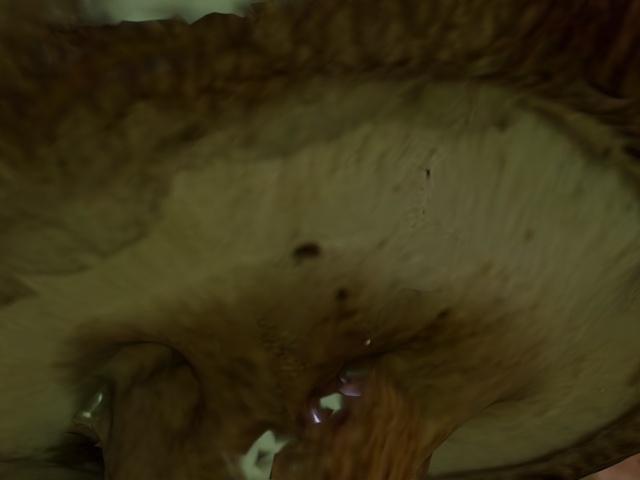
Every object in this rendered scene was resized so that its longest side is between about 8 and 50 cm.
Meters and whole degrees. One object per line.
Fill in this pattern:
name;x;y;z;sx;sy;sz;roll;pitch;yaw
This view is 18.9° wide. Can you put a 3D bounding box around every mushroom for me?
mushroom;-0.007;-0.021;0.575;0.345;0.345;0.239;-40;70;3
